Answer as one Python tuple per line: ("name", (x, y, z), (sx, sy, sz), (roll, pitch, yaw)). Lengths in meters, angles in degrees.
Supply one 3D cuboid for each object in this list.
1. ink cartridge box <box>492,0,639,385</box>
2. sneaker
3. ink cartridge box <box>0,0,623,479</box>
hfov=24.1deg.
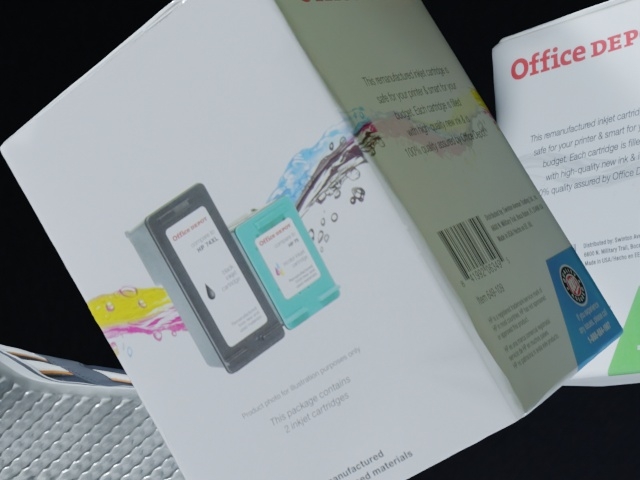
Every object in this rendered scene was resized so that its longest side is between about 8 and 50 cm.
("ink cartridge box", (0.257, -0.036, 1.191), (0.121, 0.211, 0.289), (5, -101, -40))
("sneaker", (-0.225, 0.149, 1.181), (0.321, 0.127, 0.126), (12, -97, 12))
("ink cartridge box", (0.000, 0.000, 0.853), (0.270, 0.197, 0.198), (60, -153, 6))
